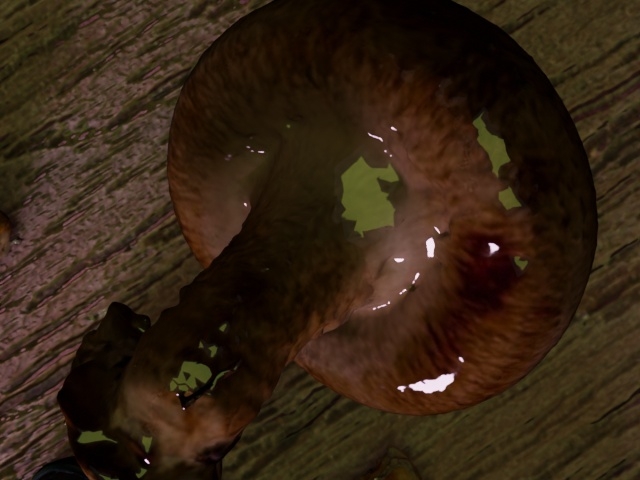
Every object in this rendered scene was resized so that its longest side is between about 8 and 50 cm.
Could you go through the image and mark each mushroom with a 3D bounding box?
[{"bbox_3d":[-0.006,-0.017,0.517,0.331,0.356,0.334,58,134,27],"label":"mushroom"}]

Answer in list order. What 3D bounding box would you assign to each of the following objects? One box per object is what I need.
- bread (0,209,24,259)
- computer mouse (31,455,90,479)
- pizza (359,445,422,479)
[{"bbox_3d":[-0.435,0.010,0.542,0.279,0.279,0.207,27,90,2],"label":"bread"},{"bbox_3d":[-0.162,0.276,0.623,0.233,0.096,0.137,15,90,1],"label":"computer mouse"},{"bbox_3d":[0.016,0.283,0.627,0.193,0.053,0.201,1,95,-19],"label":"pizza"}]
